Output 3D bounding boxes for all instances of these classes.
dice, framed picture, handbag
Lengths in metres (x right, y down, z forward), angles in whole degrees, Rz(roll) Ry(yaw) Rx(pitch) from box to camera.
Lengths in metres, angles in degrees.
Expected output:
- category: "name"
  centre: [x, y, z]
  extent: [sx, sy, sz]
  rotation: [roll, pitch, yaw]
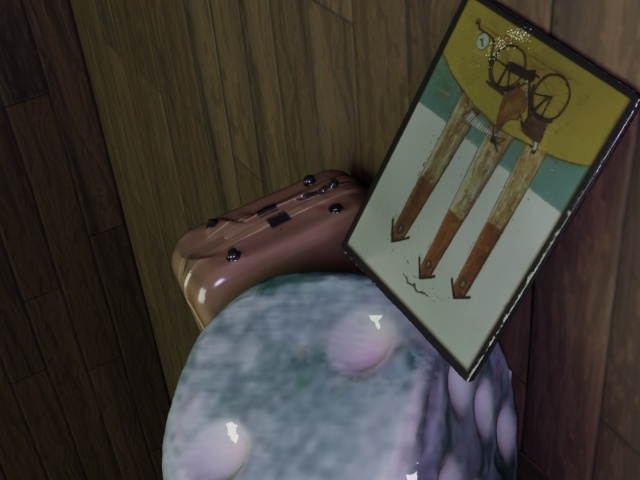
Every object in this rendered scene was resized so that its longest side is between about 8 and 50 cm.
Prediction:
- category: "dice"
  centre: [0.040, 0.246, 1.174]
  extent: [0.348, 0.330, 0.328]
  rotation: [1, 152, 30]
- category: "framed picture"
  centre: [0.151, -0.058, 0.980]
  extent: [0.244, 0.013, 0.323]
  rotation: [48, 121, 41]
- category: "handbag"
  centre: [-0.041, 0.067, 1.405]
  extent: [0.149, 0.302, 0.283]
  rotation: [45, 156, 49]

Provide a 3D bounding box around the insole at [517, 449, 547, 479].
- category: "insole"
  centre: [0.228, 0.304, 1.392]
  extent: [0.328, 0.007, 0.111]
  rotation: [24, 132, 60]
